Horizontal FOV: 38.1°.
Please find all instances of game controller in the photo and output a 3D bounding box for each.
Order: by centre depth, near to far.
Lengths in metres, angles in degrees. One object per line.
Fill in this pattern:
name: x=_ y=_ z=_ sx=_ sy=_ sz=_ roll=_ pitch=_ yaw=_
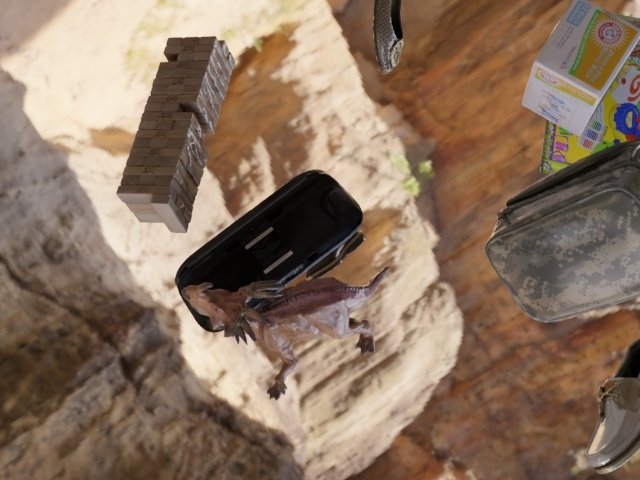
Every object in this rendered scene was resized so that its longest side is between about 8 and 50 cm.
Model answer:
game controller: x=-0.086 y=0.013 z=1.489 sx=0.319 sy=0.166 sz=0.067 roll=-37 pitch=145 yaw=-4

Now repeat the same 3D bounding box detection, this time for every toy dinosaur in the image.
toy dinosaur: x=-0.029 y=0.099 z=1.325 sx=0.295 sy=0.127 sz=0.200 roll=-22 pitch=139 yaw=-2

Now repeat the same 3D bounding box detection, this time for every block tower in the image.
block tower: x=-0.228 y=-0.180 z=1.482 sx=0.097 sy=0.335 sz=0.091 roll=2 pitch=152 yaw=17

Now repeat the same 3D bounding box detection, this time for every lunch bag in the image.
lunch bag: x=0.455 y=-0.031 z=1.572 sx=0.305 sy=0.212 sz=0.256 roll=-28 pitch=-165 yaw=38

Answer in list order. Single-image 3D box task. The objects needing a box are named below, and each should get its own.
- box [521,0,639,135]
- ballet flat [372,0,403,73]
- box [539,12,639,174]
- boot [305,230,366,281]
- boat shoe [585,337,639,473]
box: x=0.365 y=-0.242 z=1.311 sx=0.114 sy=0.103 sz=0.203 roll=-57 pitch=169 yaw=-2
ballet flat: x=0.119 y=-0.394 z=1.483 sx=0.058 sy=0.250 sz=0.084 roll=4 pitch=-169 yaw=13
box: x=0.598 y=-0.260 z=1.790 sx=0.279 sy=0.290 sz=0.177 roll=18 pitch=-139 yaw=26
boot: x=0.000 y=0.000 z=2.148 sx=0.198 sy=0.137 sz=0.077 roll=-43 pitch=-174 yaw=-40
boat shoe: x=0.566 y=0.303 z=1.731 sx=0.302 sy=0.103 sz=0.113 roll=-43 pitch=-175 yaw=-37
